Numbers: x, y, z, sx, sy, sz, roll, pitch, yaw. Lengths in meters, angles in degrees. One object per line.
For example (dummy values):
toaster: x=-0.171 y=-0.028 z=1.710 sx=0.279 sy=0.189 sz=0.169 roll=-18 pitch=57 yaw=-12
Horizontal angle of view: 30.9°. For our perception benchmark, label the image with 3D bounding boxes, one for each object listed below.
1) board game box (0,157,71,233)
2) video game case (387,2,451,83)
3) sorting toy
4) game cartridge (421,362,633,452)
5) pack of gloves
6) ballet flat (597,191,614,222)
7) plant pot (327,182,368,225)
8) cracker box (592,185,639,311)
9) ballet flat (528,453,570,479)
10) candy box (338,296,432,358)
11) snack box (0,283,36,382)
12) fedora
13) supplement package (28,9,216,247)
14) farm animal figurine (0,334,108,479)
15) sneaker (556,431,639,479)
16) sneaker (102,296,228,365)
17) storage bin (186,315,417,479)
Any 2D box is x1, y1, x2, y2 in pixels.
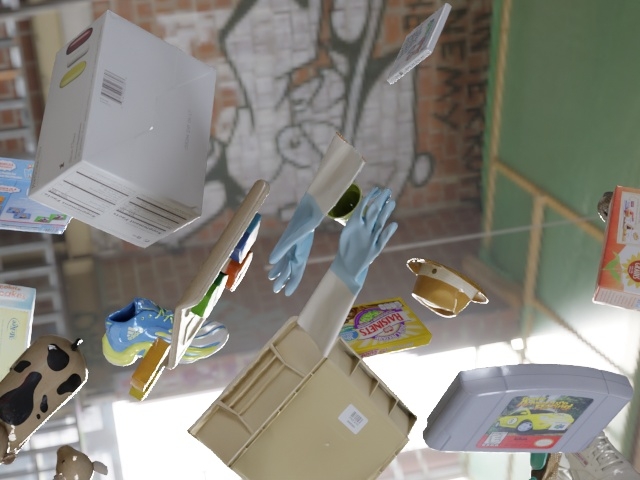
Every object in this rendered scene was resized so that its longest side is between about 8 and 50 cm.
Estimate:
board game box: x=-0.466 y=-0.068 z=1.832 sx=0.211 sy=0.160 sz=0.039 roll=141 pitch=-51 yaw=-58
video game case: x=0.211 y=-0.423 z=2.483 sx=0.143 sy=0.019 sz=0.157 roll=-33 pitch=-154 yaw=49
sorting toy: x=-0.154 y=0.087 z=1.495 sx=0.307 sy=0.041 sz=0.229 roll=-60 pitch=179 yaw=-30
game cartridge: x=0.325 y=0.261 z=1.789 sx=0.196 sy=0.294 sz=0.060 roll=112 pitch=-25 yaw=-43
pack of gloves: x=0.000 y=0.000 z=1.493 sx=0.232 sy=0.046 sz=0.195 roll=-62 pitch=-141 yaw=20
ballet flat: x=0.623 y=-0.019 z=2.110 sx=0.084 sy=0.250 sz=0.058 roll=103 pitch=10 yaw=-70
plant pot: x=0.060 y=-0.057 z=2.217 sx=0.079 sy=0.083 sz=0.083 roll=46 pitch=18 yaw=-46
cracker box: x=0.500 y=0.027 z=1.569 sx=0.067 sy=0.232 sz=0.156 roll=77 pitch=26 yaw=-66
ballet flat: x=0.398 y=0.410 z=2.025 sx=0.073 sy=0.067 sz=0.206 roll=171 pitch=-67 yaw=-75
candy box: x=0.080 y=0.151 z=1.949 sx=0.105 sy=0.206 sz=0.027 roll=52 pitch=-44 yaw=35
snack box: x=-0.623 y=0.205 z=2.084 sx=0.060 sy=0.187 sz=0.322 roll=-94 pitch=-163 yaw=-49
fedora: x=0.256 y=0.109 z=2.440 sx=0.079 sy=0.194 sz=0.194 roll=-61 pitch=-175 yaw=-12
supplement package: x=-0.283 y=-0.158 z=1.683 sx=0.145 sy=0.204 sz=0.262 roll=-27 pitch=-131 yaw=41
farm animal figurine: x=-0.382 y=0.251 z=1.443 sx=0.172 sy=0.330 sz=0.327 roll=-36 pitch=-151 yaw=58
sneaker: x=0.519 y=0.425 z=2.219 sx=0.305 sy=0.114 sz=0.152 roll=-162 pitch=-122 yaw=-72
sneaker: x=-0.296 y=0.166 z=2.183 sx=0.091 sy=0.240 sz=0.126 roll=-111 pitch=-166 yaw=-52
storage bin: x=-0.018 y=0.292 z=1.807 sx=0.262 sy=0.260 sz=0.123 roll=48 pitch=-10 yaw=-36
